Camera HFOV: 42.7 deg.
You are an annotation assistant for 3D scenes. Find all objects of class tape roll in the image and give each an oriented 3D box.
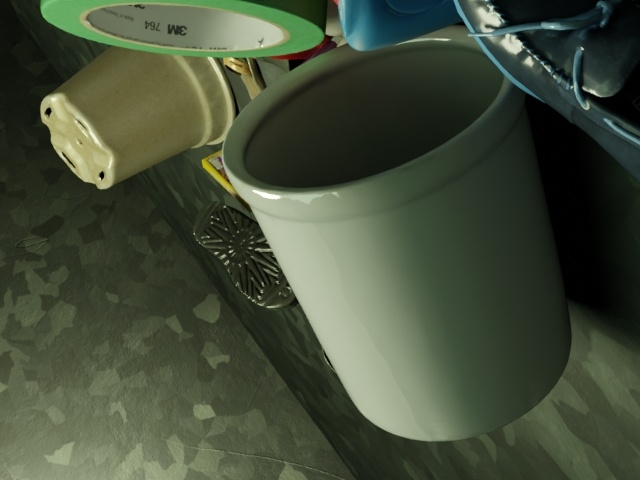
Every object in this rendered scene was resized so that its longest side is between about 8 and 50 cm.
[{"bbox_3d":[-0.152,-0.279,0.941,0.321,0.321,0.077,-173,85,-68],"label":"tape roll"}]

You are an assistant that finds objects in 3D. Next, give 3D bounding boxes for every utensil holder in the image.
[{"bbox_3d":[0.111,-0.005,0.962,0.327,0.327,0.385,34,155,52],"label":"utensil holder"}]

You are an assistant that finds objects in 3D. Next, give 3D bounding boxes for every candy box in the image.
[{"bbox_3d":[-0.168,-0.145,1.812,0.206,0.105,0.027,42,152,38],"label":"candy box"}]

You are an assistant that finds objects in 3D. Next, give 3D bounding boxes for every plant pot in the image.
[{"bbox_3d":[-0.407,-0.278,1.753,0.334,0.305,0.334,32,145,25],"label":"plant pot"}]

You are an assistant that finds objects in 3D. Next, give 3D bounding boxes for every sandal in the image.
[{"bbox_3d":[-0.154,-0.328,1.541,0.072,0.049,0.180,30,148,56],"label":"sandal"}]

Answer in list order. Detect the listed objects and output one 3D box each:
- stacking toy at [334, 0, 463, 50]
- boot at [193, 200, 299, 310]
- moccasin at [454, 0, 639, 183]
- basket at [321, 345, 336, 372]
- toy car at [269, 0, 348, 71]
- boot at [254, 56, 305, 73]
[{"bbox_3d":[0.041,-0.354,0.858,0.175,0.166,0.302,84,163,-50],"label":"stacking toy"},{"bbox_3d":[-0.087,0.047,1.733,0.260,0.131,0.348,28,-168,-50],"label":"boot"},{"bbox_3d":[0.253,-0.148,0.657,0.342,0.138,0.117,41,175,6],"label":"moccasin"},{"bbox_3d":[0.112,0.244,1.669,0.227,0.204,0.154,79,-164,-69],"label":"basket"},{"bbox_3d":[-0.004,-0.257,1.116,0.182,0.136,0.159,59,162,-9],"label":"toy car"},{"bbox_3d":[-0.088,-0.354,1.304,0.137,0.077,0.198,38,168,35],"label":"boot"}]
